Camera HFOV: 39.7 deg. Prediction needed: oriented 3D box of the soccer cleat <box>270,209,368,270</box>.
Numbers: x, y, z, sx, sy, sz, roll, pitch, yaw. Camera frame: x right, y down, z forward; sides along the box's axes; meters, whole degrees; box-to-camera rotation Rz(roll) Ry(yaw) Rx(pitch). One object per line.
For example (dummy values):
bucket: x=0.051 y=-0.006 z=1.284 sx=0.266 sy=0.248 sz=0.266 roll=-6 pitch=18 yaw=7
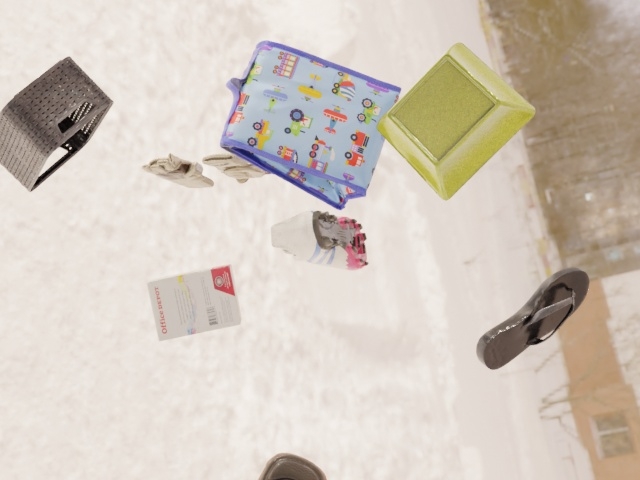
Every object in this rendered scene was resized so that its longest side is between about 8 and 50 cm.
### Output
soccer cleat: x=0.000 y=0.000 z=1.943 sx=0.331 sy=0.143 sz=0.116 roll=28 pitch=55 yaw=-65

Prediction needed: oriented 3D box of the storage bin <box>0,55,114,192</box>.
storage bin: x=-0.365 y=-0.153 z=1.192 sx=0.084 sy=0.180 sz=0.122 roll=46 pitch=60 yaw=-9

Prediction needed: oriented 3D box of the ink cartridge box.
ink cartridge box: x=-0.264 y=0.128 z=1.870 sx=0.127 sy=0.176 sz=0.128 roll=-174 pitch=-107 yaw=-85

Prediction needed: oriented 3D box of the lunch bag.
lunch bag: x=-0.034 y=-0.221 z=1.599 sx=0.138 sy=0.293 sz=0.221 roll=-28 pitch=-140 yaw=67

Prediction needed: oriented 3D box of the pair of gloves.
pair of gloves: x=-0.237 y=-0.153 z=1.860 sx=0.204 sy=0.240 sz=0.042 roll=18 pitch=70 yaw=-63

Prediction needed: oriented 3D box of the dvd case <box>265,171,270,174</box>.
dvd case: x=-0.136 y=-0.192 z=2.087 sx=0.013 sy=0.087 sz=0.119 roll=66 pitch=-34 yaw=26

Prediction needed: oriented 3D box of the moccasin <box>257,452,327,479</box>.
moccasin: x=-0.110 y=0.473 z=1.207 sx=0.147 sy=0.139 sz=0.380 roll=102 pitch=8 yaw=-65

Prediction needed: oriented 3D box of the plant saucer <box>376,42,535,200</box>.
plant saucer: x=0.191 y=-0.189 z=1.331 sx=0.188 sy=0.188 sz=0.045 roll=51 pitch=12 yaw=31

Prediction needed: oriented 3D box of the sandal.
sandal: x=0.391 y=0.147 z=1.580 sx=0.054 sy=0.254 sz=0.097 roll=34 pitch=-21 yaw=54
